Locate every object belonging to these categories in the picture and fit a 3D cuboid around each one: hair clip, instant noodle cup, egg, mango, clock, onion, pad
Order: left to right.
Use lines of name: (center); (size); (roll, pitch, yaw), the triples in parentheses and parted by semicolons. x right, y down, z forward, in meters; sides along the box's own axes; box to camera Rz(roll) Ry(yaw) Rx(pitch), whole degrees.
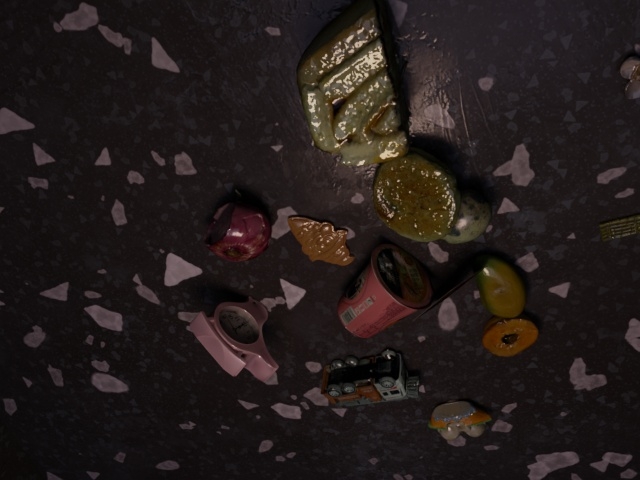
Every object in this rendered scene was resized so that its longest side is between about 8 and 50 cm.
onion: (-0.244, -0.019, 1.688); (0.201, 0.200, 0.207); (39, 108, -14)
clock: (-0.242, 0.326, 1.810); (0.290, 0.275, 0.080); (49, 120, 13)
instant noodle cup: (0.185, 0.174, 1.713); (0.244, 0.244, 0.255); (33, 130, -11)
pad: (0.385, 0.163, 1.653); (0.002, 0.176, 0.266); (55, 148, 14)
clock: (0.509, 0.664, 2.011); (0.231, 0.103, 0.144); (-15, 119, 21)
egg: (0.401, -0.062, 1.557); (0.141, 0.141, 0.181); (34, 127, -11)
mango: (0.553, 0.139, 1.684); (0.137, 0.091, 0.237); (-16, 117, 14)
hair clip: (0.854, -0.389, 1.317); (0.257, 0.075, 0.146); (9, 125, -3)

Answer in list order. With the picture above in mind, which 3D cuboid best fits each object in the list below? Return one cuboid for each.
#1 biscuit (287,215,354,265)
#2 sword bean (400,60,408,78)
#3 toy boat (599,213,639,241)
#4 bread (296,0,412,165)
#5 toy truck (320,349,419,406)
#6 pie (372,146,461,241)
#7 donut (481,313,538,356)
biscuit: (0.000, 0.000, 1.737); (0.250, 0.035, 0.162); (34, 117, -9)
sword bean: (0.209, -0.430, 1.440); (0.012, 0.012, 0.083); (23, 122, -4)
toy boat: (0.858, -0.036, 1.562); (0.115, 0.016, 0.063); (-16, 117, 19)
bread: (0.068, -0.385, 1.358); (0.264, 0.239, 0.395); (-9, 114, 20)
toy truck: (0.187, 0.510, 1.962); (0.339, 0.132, 0.184); (-15, 128, 22)
pie: (0.266, -0.125, 1.531); (0.277, 0.079, 0.276); (17, 121, 31)
donut: (0.614, 0.299, 1.790); (0.178, 0.065, 0.162); (-37, 114, 26)
